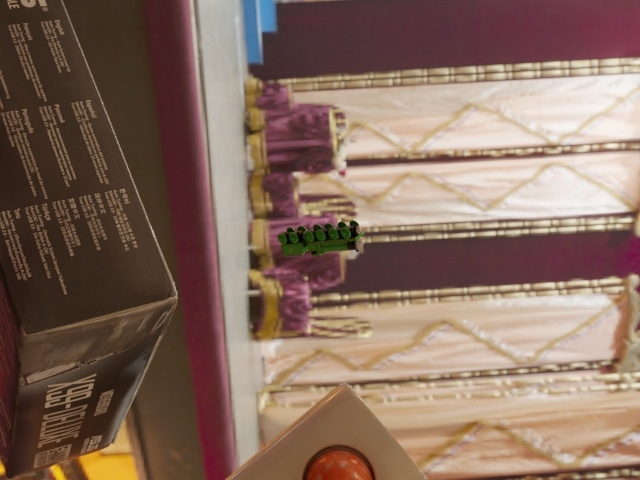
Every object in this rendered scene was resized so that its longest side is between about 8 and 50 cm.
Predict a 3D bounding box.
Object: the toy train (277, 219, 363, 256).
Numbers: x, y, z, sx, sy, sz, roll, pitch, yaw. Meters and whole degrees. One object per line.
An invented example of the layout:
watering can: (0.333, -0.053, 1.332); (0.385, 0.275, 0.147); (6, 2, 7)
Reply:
toy train: (0.000, 0.000, 0.656); (0.017, 0.083, 0.024); (-37, 113, -43)

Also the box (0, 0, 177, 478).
box: (-0.193, -0.039, 0.517); (0.308, 0.076, 0.242); (64, -30, 20)

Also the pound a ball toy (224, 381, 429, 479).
pound a ball toy: (-0.001, 0.266, 0.689); (0.208, 0.319, 0.136); (49, -10, 18)
